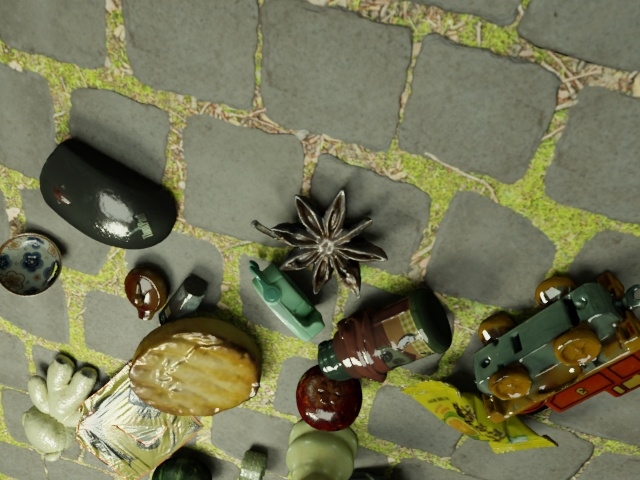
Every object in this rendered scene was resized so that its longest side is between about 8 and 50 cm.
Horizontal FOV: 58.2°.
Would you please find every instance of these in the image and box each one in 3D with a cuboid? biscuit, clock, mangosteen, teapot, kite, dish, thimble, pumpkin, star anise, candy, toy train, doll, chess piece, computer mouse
[{"bbox_3d":[-0.279,0.286,1.306,0.296,0.102,0.297,-5,129,-6],"label":"biscuit"},{"bbox_3d":[-0.073,0.109,1.139,0.060,0.148,0.188,-42,104,1],"label":"clock"},{"bbox_3d":[0.028,0.345,1.275,0.145,0.156,0.181,-29,153,11],"label":"mangosteen"},{"bbox_3d":[-0.386,0.118,1.260,0.098,0.078,0.129,13,125,6],"label":"teapot"},{"bbox_3d":[-0.471,0.484,1.511,0.327,0.013,0.378,6,107,-8],"label":"kite"},{"bbox_3d":[-0.643,0.055,1.293,0.141,0.078,0.141,1,86,-7],"label":"dish"},{"bbox_3d":[-0.180,0.610,1.527,0.062,0.084,0.110,13,123,5],"label":"thimble"},{"bbox_3d":[-0.381,0.662,1.588,0.167,0.125,0.167,19,143,15],"label":"pumpkin"},{"bbox_3d":[0.000,0.000,1.082,0.262,0.081,0.230,16,123,6],"label":"star anise"},{"bbox_3d":[0.328,0.371,1.220,0.297,0.081,0.187,35,150,-12],"label":"candy"},{"bbox_3d":[0.456,0.207,1.061,0.231,0.163,0.369,34,125,-19],"label":"toy train"},{"bbox_3d":[-0.680,0.431,1.534,0.175,0.149,0.278,39,110,26],"label":"doll"},{"bbox_3d":[-0.022,0.595,1.329,0.182,0.330,0.183,6,125,9],"label":"chess piece"},{"bbox_3d":[-0.426,-0.069,1.136,0.269,0.100,0.170,29,123,-6],"label":"computer mouse"}]

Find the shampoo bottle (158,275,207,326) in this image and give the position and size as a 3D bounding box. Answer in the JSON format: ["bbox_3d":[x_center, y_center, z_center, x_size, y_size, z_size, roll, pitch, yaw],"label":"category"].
[{"bbox_3d":[-0.318,0.163,1.286,0.063,0.057,0.208,14,132,-32],"label":"shampoo bottle"}]

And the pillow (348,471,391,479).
[{"bbox_3d":[0.083,0.683,1.505,0.334,0.093,0.162,-19,120,26],"label":"pillow"}]

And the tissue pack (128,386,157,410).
[{"bbox_3d":[-0.408,0.346,1.421,0.112,0.051,0.156,16,116,-1],"label":"tissue pack"}]

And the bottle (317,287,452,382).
[{"bbox_3d":[0.121,0.205,1.153,0.271,0.143,0.156,-28,87,26],"label":"bottle"}]
